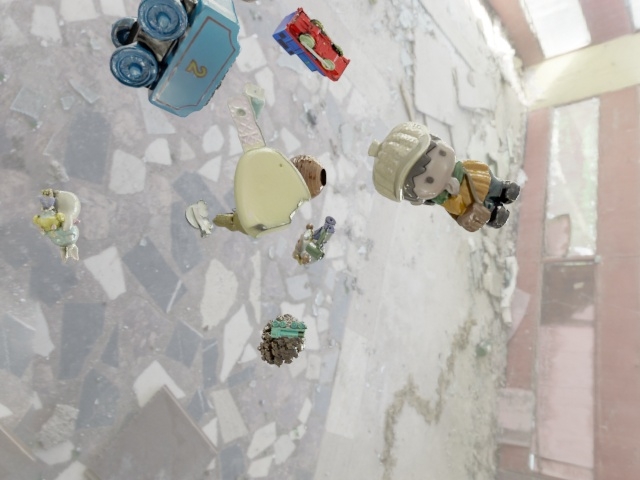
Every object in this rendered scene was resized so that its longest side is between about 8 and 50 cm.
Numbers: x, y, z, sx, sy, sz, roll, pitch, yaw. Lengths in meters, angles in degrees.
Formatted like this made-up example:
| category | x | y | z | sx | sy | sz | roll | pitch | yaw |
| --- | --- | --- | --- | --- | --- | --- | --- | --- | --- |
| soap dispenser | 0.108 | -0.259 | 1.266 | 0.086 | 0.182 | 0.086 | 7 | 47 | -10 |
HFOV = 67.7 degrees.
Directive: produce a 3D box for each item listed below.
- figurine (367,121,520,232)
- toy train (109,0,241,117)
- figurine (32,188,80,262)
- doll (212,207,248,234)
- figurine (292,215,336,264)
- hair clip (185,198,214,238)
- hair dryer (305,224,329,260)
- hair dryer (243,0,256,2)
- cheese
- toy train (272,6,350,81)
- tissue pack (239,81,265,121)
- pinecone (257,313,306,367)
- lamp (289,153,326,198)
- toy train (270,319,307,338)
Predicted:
| category | x | y | z | sx | sy | sz | roll | pitch | yaw |
| --- | --- | --- | --- | --- | --- | --- | --- | --- | --- |
| figurine | 0.267 | -0.137 | 1.085 | 0.332 | 0.204 | 0.185 | 24 | 86 | -26 |
| toy train | -0.348 | -0.466 | 1.148 | 0.265 | 0.300 | 0.188 | 18 | 40 | -39 |
| figurine | -0.902 | -0.048 | 1.651 | 0.127 | 0.155 | 0.235 | -7 | 79 | -7 |
| doll | -0.271 | -0.071 | 1.575 | 0.137 | 0.209 | 0.097 | 36 | 67 | -42 |
| figurine | -0.018 | -0.004 | 2.018 | 0.133 | 0.274 | 0.194 | 22 | 29 | -22 |
| hair clip | -0.496 | -0.090 | 1.954 | 0.116 | 0.049 | 0.172 | -6 | 65 | -53 |
| hair dryer | 0.000 | 0.000 | 1.833 | 0.047 | 0.071 | 0.150 | -14 | 136 | -55 |
| hair dryer | -0.088 | -0.762 | 1.270 | 0.189 | 0.344 | 0.106 | -40 | 111 | -32 |
| cheese | -0.101 | -0.134 | 0.812 | 0.127 | 0.050 | 0.255 | -16 | 80 | -15 |
| toy train | -0.022 | -0.539 | 1.328 | 0.204 | 0.131 | 0.082 | 39 | 74 | -32 |
| tissue pack | -0.182 | -0.342 | 1.220 | 0.059 | 0.094 | 0.074 | 16 | 40 | -21 |
| pinecone | -0.147 | 0.395 | 1.864 | 0.184 | 0.204 | 0.179 | -25 | 66 | -39 |
| lamp | -0.048 | -0.184 | 1.393 | 0.136 | 0.136 | 0.136 | 8 | 80 | -49 |
| toy train | -0.078 | 0.218 | 1.165 | 0.029 | 0.092 | 0.045 | 78 | 17 | -77 |
